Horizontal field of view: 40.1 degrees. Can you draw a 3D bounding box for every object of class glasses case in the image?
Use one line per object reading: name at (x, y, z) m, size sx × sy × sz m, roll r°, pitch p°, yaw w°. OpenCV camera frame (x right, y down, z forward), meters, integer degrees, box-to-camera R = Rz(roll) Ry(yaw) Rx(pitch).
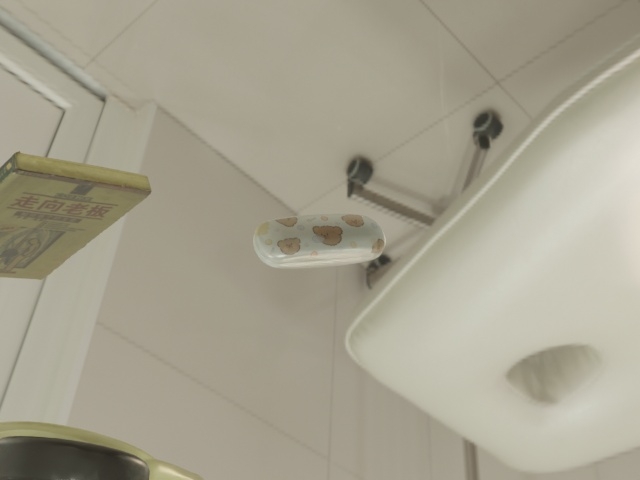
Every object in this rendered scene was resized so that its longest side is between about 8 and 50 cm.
glasses case at (0.000, 0.000, 1.048) m, size 0.164 × 0.063 × 0.041 m, roll -4°, pitch 140°, yaw -22°

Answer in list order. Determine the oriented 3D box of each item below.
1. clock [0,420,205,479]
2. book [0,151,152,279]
clock at (-0.179, 0.225, 0.693) m, size 0.277 × 0.120 × 0.379 m, roll -7°, pitch 150°, yaw 25°
book at (-0.312, -0.018, 0.943) m, size 0.231 × 0.026 × 0.161 m, roll -33°, pitch 155°, yaw 35°
